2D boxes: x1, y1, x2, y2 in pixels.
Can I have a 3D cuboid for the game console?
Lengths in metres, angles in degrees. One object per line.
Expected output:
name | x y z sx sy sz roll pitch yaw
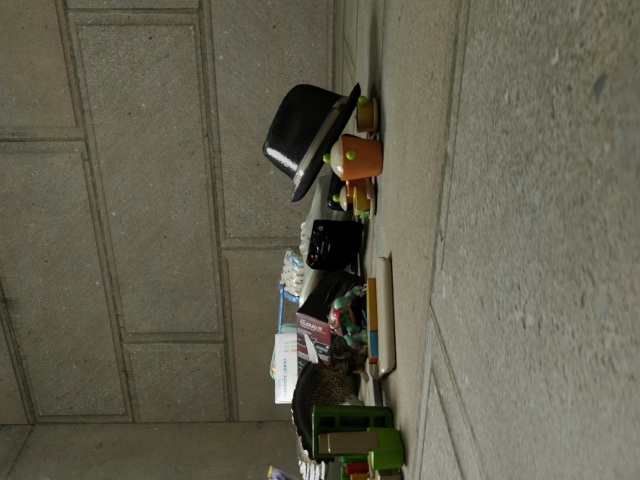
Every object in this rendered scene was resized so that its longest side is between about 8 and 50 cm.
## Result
game console | 0.061 -0.096 1.716 0.213 0.043 0.362 1 -78 -59

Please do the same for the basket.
basket | -0.015 0.164 2.068 0.201 0.254 0.289 -137 42 -64

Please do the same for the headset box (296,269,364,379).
headset box | 0.027 0.235 1.811 0.218 0.110 0.293 -50 -31 -47

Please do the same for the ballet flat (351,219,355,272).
ballet flat | 0.100 0.017 2.096 0.057 0.049 0.173 174 90 -65

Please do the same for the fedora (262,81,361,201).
fedora | -0.037 -0.259 1.547 0.334 0.152 0.334 -61 1 1

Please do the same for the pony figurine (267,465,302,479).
pony figurine | -0.022 0.904 2.286 0.303 0.363 0.351 -81 10 -47

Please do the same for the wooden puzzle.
wooden puzzle | 0.112 0.165 1.320 0.239 0.044 0.221 95 174 -74

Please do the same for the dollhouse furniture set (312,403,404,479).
dollhouse furniture set | 0.063 0.479 1.189 0.197 0.151 0.302 -99 8 -80

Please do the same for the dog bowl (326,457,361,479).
dog bowl | 0.056 0.640 1.831 0.349 0.102 0.349 6 -90 -89

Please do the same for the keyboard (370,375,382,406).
keyboard | 0.125 0.358 1.457 0.256 0.014 0.072 -92 3 -62

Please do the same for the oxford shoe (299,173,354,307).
oxford shoe | 0.000 0.000 1.923 0.169 0.130 0.450 62 -140 -64

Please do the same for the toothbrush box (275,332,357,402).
toothbrush box | -0.010 0.399 2.021 0.283 0.122 0.206 18 -113 -51

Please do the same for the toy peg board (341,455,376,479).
toy peg board | 0.092 0.604 1.567 0.161 0.079 0.161 -93 3 -65

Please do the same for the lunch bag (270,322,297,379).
lunch bag | -0.022 0.395 2.229 0.108 0.279 0.224 97 -177 -76

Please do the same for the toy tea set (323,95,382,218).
toy tea set | 0.065 -0.163 1.493 0.336 0.124 0.200 92 177 -54

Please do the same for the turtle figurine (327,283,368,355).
turtle figurine | 0.075 0.191 1.594 0.234 0.118 0.175 82 -175 -51

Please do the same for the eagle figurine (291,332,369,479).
eagle figurine | 0.013 0.362 1.437 0.225 0.226 0.298 -7 37 54
